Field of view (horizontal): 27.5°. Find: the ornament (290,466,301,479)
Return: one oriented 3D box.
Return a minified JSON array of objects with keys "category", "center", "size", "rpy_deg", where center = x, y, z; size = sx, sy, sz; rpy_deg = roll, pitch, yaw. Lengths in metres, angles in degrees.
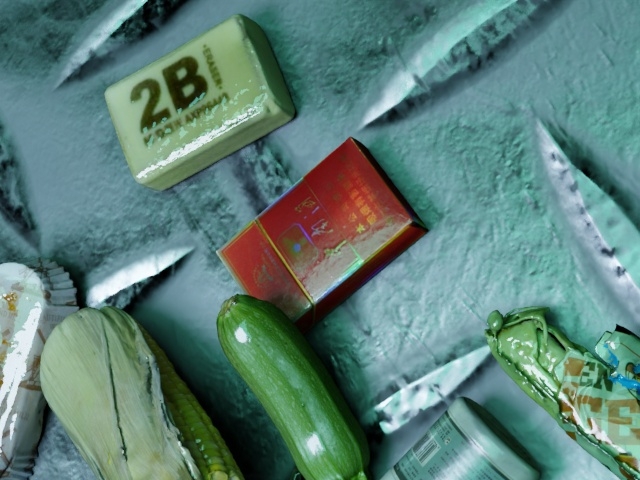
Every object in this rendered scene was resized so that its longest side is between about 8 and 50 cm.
[{"category":"ornament","center":[-0.095,0.294,1.201],"size":[0.202,0.080,0.236],"rpy_deg":[43,100,22]}]

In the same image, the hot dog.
[{"category":"hot dog","center":[-0.326,0.138,1.341],"size":[0.131,0.069,0.253],"rpy_deg":[12,87,16]}]

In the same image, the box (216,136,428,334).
[{"category":"box","center":[-0.001,0.000,1.232],"size":[0.175,0.048,0.112],"rpy_deg":[-41,67,11]}]

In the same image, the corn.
[{"category":"corn","center":[-0.168,0.175,1.194],"size":[0.123,0.122,0.305],"rpy_deg":[-41,43,-4]}]

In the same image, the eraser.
[{"category":"eraser","center":[-0.123,-0.138,1.310],"size":[0.172,0.058,0.117],"rpy_deg":[-27,70,17]}]

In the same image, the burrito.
[{"category":"burrito","center":[0.260,0.140,1.086],"size":[0.288,0.054,0.104],"rpy_deg":[40,96,25]}]

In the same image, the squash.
[{"category":"squash","center":[-0.020,0.142,1.177],"size":[0.068,0.077,0.219],"rpy_deg":[-32,89,21]}]

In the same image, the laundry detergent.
[{"category":"laundry detergent","center":[0.082,0.247,1.134],"size":[0.099,0.070,0.226],"rpy_deg":[44,98,17]}]
